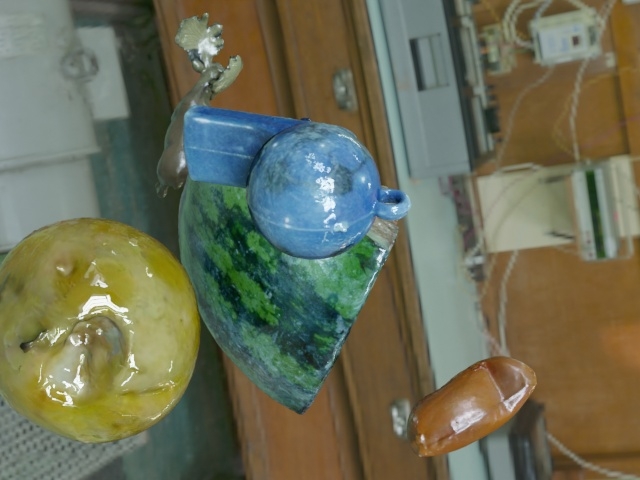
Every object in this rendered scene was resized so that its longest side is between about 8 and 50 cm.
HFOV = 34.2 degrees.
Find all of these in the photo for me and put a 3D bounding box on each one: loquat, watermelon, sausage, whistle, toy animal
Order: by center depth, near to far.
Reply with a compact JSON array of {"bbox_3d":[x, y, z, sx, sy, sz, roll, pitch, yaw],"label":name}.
[{"bbox_3d":[-0.022,-0.033,0.633,0.090,0.158,0.090,10,90,-75],"label":"whistle"},{"bbox_3d":[-0.231,0.087,1.063,0.244,0.244,0.244,-8,90,-68],"label":"loquat"},{"bbox_3d":[-0.033,0.027,1.180,0.283,0.250,0.292,46,15,22],"label":"watermelon"},{"bbox_3d":[0.187,0.208,1.312,0.089,0.179,0.089,61,-5,8],"label":"sausage"},{"bbox_3d":[-0.155,-0.164,1.339,0.186,0.094,0.214,97,5,-69],"label":"toy animal"}]
